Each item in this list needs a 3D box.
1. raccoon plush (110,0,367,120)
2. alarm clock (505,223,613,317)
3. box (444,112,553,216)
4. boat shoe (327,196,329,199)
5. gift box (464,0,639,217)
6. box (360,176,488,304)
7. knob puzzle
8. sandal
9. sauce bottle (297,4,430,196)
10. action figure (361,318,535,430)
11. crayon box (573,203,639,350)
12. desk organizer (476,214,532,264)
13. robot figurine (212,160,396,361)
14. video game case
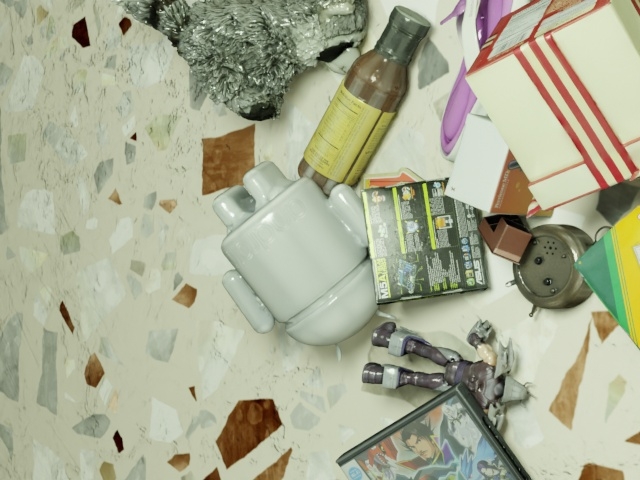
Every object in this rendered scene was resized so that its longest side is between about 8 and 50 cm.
[{"bbox_3d":[-0.129,-0.409,1.960,0.299,0.446,0.216,-48,25,30],"label":"raccoon plush"},{"bbox_3d":[0.367,0.031,1.691,0.192,0.064,0.129,-32,68,35],"label":"alarm clock"},{"bbox_3d":[0.287,-0.111,1.692,0.091,0.170,0.130,27,108,40],"label":"box"},{"bbox_3d":[0.000,0.000,2.039,0.063,0.066,0.184,37,112,22],"label":"boat shoe"},{"bbox_3d":[0.358,-0.190,1.507,0.255,0.276,0.258,-22,111,39],"label":"gift box"},{"bbox_3d":[0.167,-0.001,1.819,0.184,0.045,0.191,-9,82,4],"label":"box"},{"bbox_3d":[0.137,-0.030,1.930,0.213,0.030,0.213,-1,88,43],"label":"knob puzzle"},{"bbox_3d":[0.234,-0.309,1.716,0.169,0.102,0.417,-108,27,-62],"label":"sandal"},{"bbox_3d":[0.080,-0.238,1.936,0.111,0.111,0.344,47,118,33],"label":"sauce bottle"},{"bbox_3d":[0.213,0.210,1.810,0.284,0.099,0.185,13,92,30],"label":"action figure"},{"bbox_3d":[0.504,0.007,1.522,0.278,0.081,0.165,-46,60,24],"label":"crayon box"},{"bbox_3d":[0.283,-0.013,1.730,0.130,0.047,0.050,-98,31,-72],"label":"desk organizer"},{"bbox_3d":[-0.030,0.035,1.915,0.300,0.200,0.353,-38,93,22],"label":"robot figurine"},{"bbox_3d":[0.192,0.392,1.794,0.275,0.035,0.248,-37,85,31],"label":"video game case"}]
